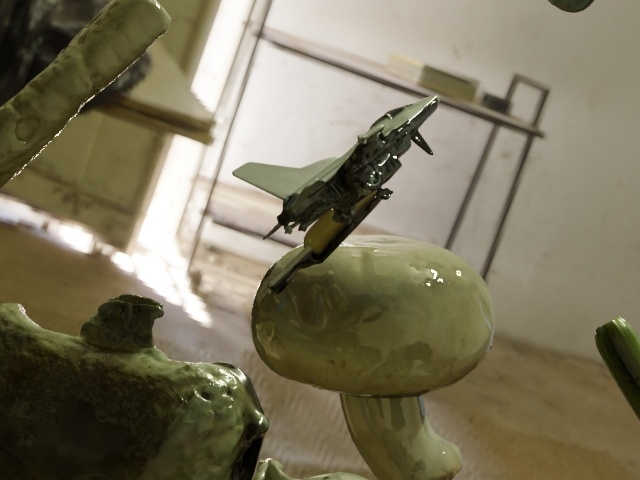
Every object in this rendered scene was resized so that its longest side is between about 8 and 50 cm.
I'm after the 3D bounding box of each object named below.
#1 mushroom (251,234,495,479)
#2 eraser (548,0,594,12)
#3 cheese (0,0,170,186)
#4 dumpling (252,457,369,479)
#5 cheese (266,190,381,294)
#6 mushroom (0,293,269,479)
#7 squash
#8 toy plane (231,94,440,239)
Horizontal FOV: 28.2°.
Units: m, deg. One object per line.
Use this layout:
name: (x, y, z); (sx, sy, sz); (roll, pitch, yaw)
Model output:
mushroom: (0.095, 0.118, 1.636); (0.356, 0.315, 0.315); (37, 13, 1)
eraser: (0.368, -0.434, 1.935); (0.174, 0.081, 0.227); (43, 27, 2)
cheese: (-0.175, -0.092, 0.834); (0.043, 0.194, 0.065); (50, -18, -19)
dumpling: (0.026, 0.308, 1.206); (0.258, 0.147, 0.193); (43, -10, 25)
cheese: (0.001, 0.000, 1.384); (0.036, 0.162, 0.086); (43, -15, 3)
mushroom: (-0.221, 0.162, 1.177); (0.344, 0.247, 0.130); (23, 13, 25)
squash: (0.467, 0.215, 1.815); (0.229, 0.066, 0.066); (59, 20, 8)
toy plane: (0.037, -0.061, 1.067); (0.234, 0.160, 0.082); (-23, 74, -34)
